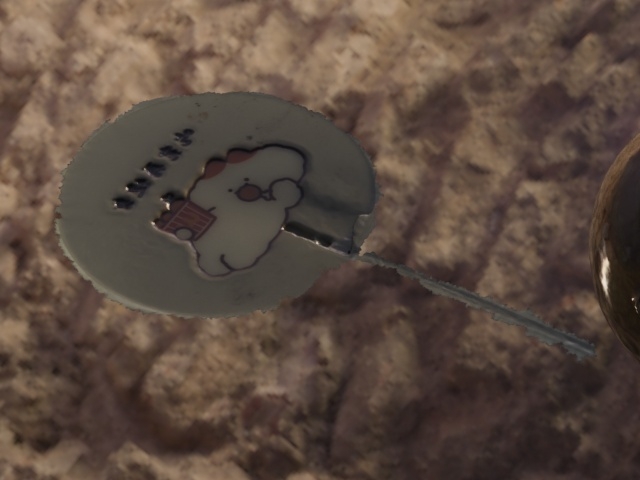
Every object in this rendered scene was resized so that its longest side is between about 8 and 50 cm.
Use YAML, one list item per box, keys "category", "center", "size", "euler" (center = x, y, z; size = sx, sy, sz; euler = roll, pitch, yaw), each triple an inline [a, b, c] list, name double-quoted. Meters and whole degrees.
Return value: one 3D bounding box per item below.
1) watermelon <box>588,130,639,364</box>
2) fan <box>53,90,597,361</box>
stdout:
- category: "watermelon"
  center: [0.267, 0.002, 0.752]
  size: [0.212, 0.212, 0.212]
  euler: [-41, -161, 18]
- category: "fan"
  center: [0.000, 0.001, 0.698]
  size: [0.190, 0.329, 0.009]
  euler: [-53, 156, -38]
